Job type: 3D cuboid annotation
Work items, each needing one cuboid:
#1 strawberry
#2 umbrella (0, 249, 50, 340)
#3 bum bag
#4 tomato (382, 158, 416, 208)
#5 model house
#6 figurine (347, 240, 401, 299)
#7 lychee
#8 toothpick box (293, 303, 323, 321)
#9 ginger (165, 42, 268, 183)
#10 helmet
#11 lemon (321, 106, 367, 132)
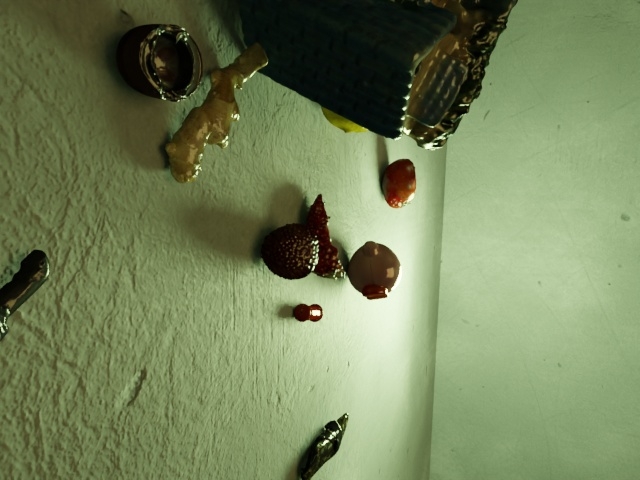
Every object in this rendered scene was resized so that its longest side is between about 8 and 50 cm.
[{"bbox_3d":[-0.005,0.003,1.176,0.167,0.086,0.208,78,-5,-76],"label":"strawberry"},{"bbox_3d":[-0.337,0.104,0.437,0.248,0.070,0.071,-59,145,-44],"label":"umbrella"},{"bbox_3d":[0.019,0.565,1.315,0.102,0.069,0.248,-55,168,24],"label":"bum bag"},{"bbox_3d":[0.270,-0.208,1.728,0.189,0.099,0.174,141,-55,-68],"label":"tomato"},{"bbox_3d":[0.121,-0.423,0.817,0.446,0.394,0.400,-61,163,19],"label":"model house"},{"bbox_3d":[0.163,0.089,1.442,0.173,0.173,0.174,4,90,-66],"label":"figurine"},{"bbox_3d":[-0.061,0.023,0.986,0.129,0.123,0.124,20,75,-56],"label":"lychee"},{"bbox_3d":[-0.030,0.178,1.167,0.083,0.047,0.047,20,76,-64],"label":"toothpick box"},{"bbox_3d":[-0.163,-0.212,0.769,0.089,0.075,0.288,44,56,-32],"label":"ginger"},{"bbox_3d":[-0.220,-0.239,0.636,0.123,0.070,0.098,-39,135,-68],"label":"helmet"},{"bbox_3d":[0.087,-0.366,1.176,0.178,0.178,0.203,15,85,-66],"label":"lemon"}]
